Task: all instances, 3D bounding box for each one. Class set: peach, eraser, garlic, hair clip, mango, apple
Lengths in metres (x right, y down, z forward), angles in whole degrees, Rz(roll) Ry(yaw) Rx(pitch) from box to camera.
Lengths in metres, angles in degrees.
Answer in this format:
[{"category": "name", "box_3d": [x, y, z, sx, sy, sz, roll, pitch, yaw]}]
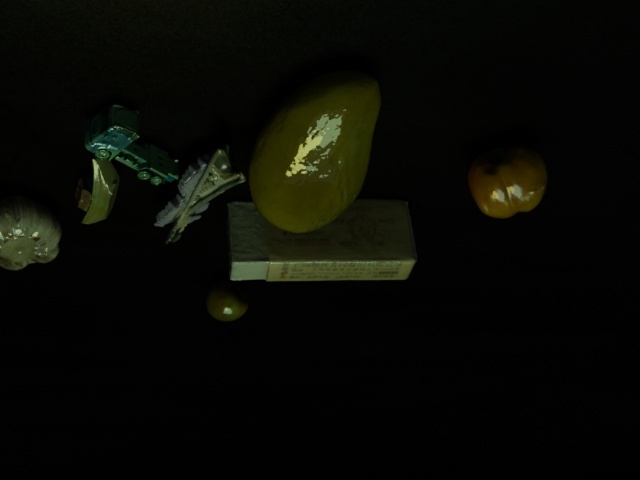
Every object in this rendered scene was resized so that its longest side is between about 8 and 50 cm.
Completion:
[{"category": "peach", "box_3d": [0.332, -0.104, 1.563, 0.138, 0.138, 0.138, -5, 147, -3]}, {"category": "eraser", "box_3d": [0.000, 0.000, 1.645, 0.344, 0.144, 0.078, 0, 148, -10]}, {"category": "garlic", "box_3d": [-0.538, -0.017, 1.553, 0.159, 0.102, 0.147, 0, 135, -33]}, {"category": "hair clip", "box_3d": [-0.208, -0.076, 1.526, 0.106, 0.084, 0.292, -28, 171, -42]}, {"category": "mango", "box_3d": [-0.018, -0.137, 1.442, 0.195, 0.142, 0.331, -4, 140, -13]}, {"category": "apple", "box_3d": [-0.195, 0.129, 1.852, 0.090, 0.089, 0.074, 18, 116, -33]}]

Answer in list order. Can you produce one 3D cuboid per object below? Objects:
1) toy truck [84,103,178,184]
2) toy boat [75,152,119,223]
[{"category": "toy truck", "box_3d": [-0.289, -0.150, 1.423, 0.081, 0.067, 0.175, -30, 141, 29]}, {"category": "toy boat", "box_3d": [-0.382, -0.088, 1.510, 0.066, 0.065, 0.172, 21, 139, -7]}]
